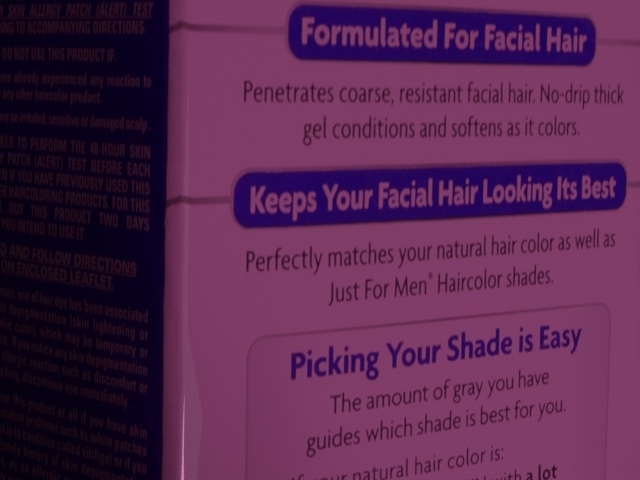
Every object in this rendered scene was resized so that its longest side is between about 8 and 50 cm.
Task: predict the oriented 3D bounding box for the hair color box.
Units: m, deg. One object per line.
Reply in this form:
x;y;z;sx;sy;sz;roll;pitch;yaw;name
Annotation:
0.000;0.000;0.566;0.185;0.110;0.339;-3;98;-41;hair color box
